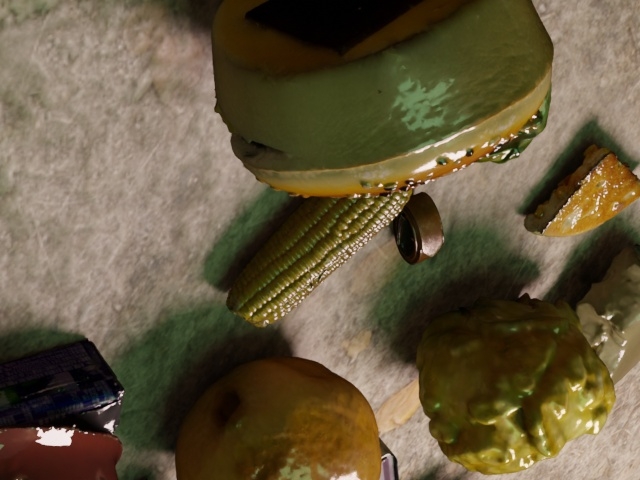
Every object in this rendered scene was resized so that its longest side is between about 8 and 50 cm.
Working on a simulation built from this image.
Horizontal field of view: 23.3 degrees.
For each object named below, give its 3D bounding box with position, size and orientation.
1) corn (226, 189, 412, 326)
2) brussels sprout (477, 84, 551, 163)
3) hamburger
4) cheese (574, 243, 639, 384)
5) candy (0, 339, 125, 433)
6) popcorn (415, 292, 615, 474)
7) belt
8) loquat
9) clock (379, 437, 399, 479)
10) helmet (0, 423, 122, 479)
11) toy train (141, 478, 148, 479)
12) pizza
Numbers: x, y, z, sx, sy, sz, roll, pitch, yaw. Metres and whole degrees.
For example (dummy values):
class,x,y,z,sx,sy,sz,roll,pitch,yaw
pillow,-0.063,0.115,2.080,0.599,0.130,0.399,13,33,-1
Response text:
class,x,y,z,sx,sy,sz,roll,pitch,yaw
corn,0.000,0.000,1.580,0.231,0.080,0.080,-47,141,7
brussels sprout,0.145,-0.151,1.522,0.149,0.122,0.151,-46,106,-1
hamburger,0.051,-0.147,1.319,0.300,0.300,0.176,-27,123,-16
cheese,0.367,0.109,1.942,0.202,0.091,0.175,-53,158,5
candy,-0.340,0.173,1.464,0.312,0.088,0.061,-13,133,-30
popcorn,0.221,0.150,1.800,0.266,0.233,0.192,-54,128,-45
belt,0.104,-0.010,1.667,0.036,0.059,0.083,-23,139,-21
loquat,-0.043,0.235,1.676,0.238,0.193,0.238,-25,131,-33
clock,0.022,0.330,1.922,0.147,0.071,0.192,-27,140,-16
helmet,-0.311,0.340,1.453,0.337,0.230,0.385,-17,160,-15
toy train,-0.182,0.426,1.779,0.231,0.163,0.369,-23,138,-14
pizza,0.311,-0.061,1.801,0.178,0.041,0.131,-28,143,-14
